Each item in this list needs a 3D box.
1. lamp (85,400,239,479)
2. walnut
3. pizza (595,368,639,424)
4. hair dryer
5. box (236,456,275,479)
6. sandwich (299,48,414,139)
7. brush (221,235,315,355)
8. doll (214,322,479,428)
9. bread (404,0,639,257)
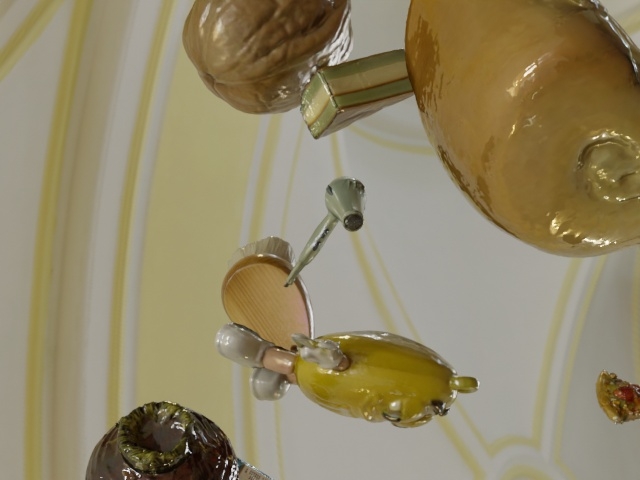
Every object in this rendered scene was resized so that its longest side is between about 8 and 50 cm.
[{"bbox_3d":[-0.245,0.360,1.354,0.247,0.247,0.246,24,-131,-31],"label":"lamp"},{"bbox_3d":[-0.082,-0.368,1.518,0.313,0.252,0.277,-46,-73,-21],"label":"walnut"},{"bbox_3d":[0.348,0.172,0.974,0.078,0.025,0.083,4,-151,3],"label":"pizza"},{"bbox_3d":[0.007,-0.004,1.283,0.067,0.199,0.167,32,-179,-12],"label":"hair dryer"},{"bbox_3d":[-0.169,0.484,1.533,0.194,0.073,0.139,-57,-43,-14],"label":"box"},{"bbox_3d":[0.062,-0.226,1.332,0.163,0.113,0.079,-21,-98,-24],"label":"sandwich"},{"bbox_3d":[-0.096,0.136,1.859,0.266,0.174,0.166,60,-171,-11],"label":"brush"},{"bbox_3d":[0.021,0.224,1.528,0.348,0.423,0.161,24,-111,-30],"label":"doll"},{"bbox_3d":[0.253,-0.163,1.027,0.348,0.253,0.376,34,-153,-35],"label":"bread"}]
